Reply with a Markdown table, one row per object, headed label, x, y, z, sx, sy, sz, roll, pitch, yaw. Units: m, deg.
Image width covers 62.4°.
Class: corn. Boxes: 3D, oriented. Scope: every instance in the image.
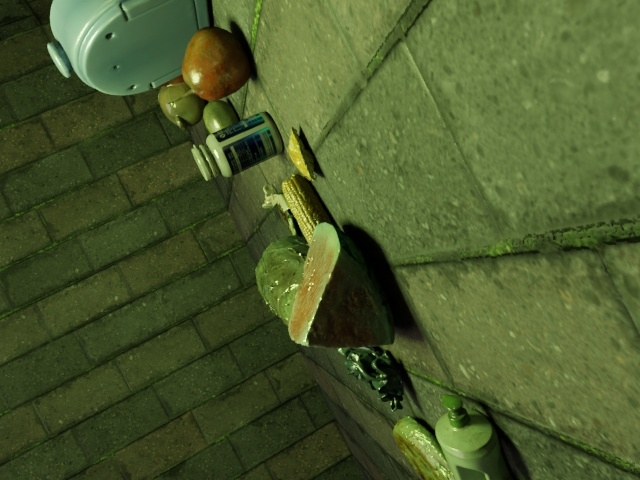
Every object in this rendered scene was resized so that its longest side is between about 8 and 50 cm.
| label | x | y | z | sx | sy | sz | roll | pitch | yaw |
| --- | --- | --- | --- | --- | --- | --- | --- | --- | --- |
| corn | -0.020 | -0.053 | 1.143 | 0.207 | 0.068 | 0.068 | 60 | 167 | 14 |

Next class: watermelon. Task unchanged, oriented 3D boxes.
| label | x | y | z | sx | sy | sz | roll | pitch | yaw |
| --- | --- | --- | --- | --- | --- | --- | --- | --- | --- |
| watermelon | 0.018 | 0.107 | 1.009 | 0.262 | 0.201 | 0.213 | 66 | 168 | -7 |

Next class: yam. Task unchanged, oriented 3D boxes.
| label | x | y | z | sx | sy | sz | roll | pitch | yaw |
| --- | --- | --- | --- | --- | --- | --- | --- | --- | --- |
| yam | -0.057 | 0.123 | 1.408 | 0.271 | 0.201 | 0.202 | 30 | 147 | 57 |

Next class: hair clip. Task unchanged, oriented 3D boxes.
| label | x | y | z | sx | sy | sz | roll | pitch | yaw |
| --- | --- | --- | --- | --- | --- | --- | --- | --- | --- |
| hair clip | -0.119 | -0.118 | 1.476 | 0.226 | 0.034 | 0.072 | -163 | 73 | -67 |

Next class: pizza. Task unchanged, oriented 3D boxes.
| label | x | y | z | sx | sy | sz | roll | pitch | yaw |
| --- | --- | --- | --- | --- | --- | --- | --- | --- | --- |
| pizza | -0.037 | -0.178 | 1.050 | 0.123 | 0.026 | 0.108 | 53 | 162 | 47 |

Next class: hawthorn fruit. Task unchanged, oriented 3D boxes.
| label | x | y | z | sx | sy | sz | roll | pitch | yaw |
| --- | --- | --- | --- | --- | --- | --- | --- | --- | --- |
| hawthorn fruit | -0.226 | -0.358 | 1.136 | 0.149 | 0.149 | 0.189 | -154 | 80 | -70 |

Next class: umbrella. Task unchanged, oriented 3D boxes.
| label | x | y | z | sx | sy | sz | roll | pitch | yaw |
| --- | --- | --- | --- | --- | --- | --- | --- | --- | --- |
| umbrella | 0.109 | 0.304 | 1.310 | 0.349 | 0.094 | 0.143 | -157 | 46 | -74 |

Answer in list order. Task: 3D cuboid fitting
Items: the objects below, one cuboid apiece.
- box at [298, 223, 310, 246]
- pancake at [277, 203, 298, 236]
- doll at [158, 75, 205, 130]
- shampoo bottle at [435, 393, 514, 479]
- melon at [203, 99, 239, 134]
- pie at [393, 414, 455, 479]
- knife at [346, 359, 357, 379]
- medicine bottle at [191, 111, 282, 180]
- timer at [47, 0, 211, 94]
| label | x | y | z | sx | sy | sz | roll | pitch | yaw |
| --- | --- | --- | --- | --- | --- | --- | --- | --- | --- |
| box | 0.000 | 0.000 | 1.227 | 0.125 | 0.043 | 0.089 | 63 | 168 | -2 |
| pancake | -0.092 | -0.054 | 1.547 | 0.129 | 0.022 | 0.116 | -126 | 14 | -57 |
| doll | -0.525 | -0.576 | 1.927 | 0.235 | 0.174 | 0.330 | -77 | -27 | -59 |
| shampoo bottle | 0.248 | 0.351 | 0.841 | 0.234 | 0.087 | 0.118 | 66 | 170 | -14 |
| melon | -0.293 | -0.354 | 1.566 | 0.131 | 0.098 | 0.098 | 57 | 167 | 3 |
| pie | 0.266 | 0.537 | 1.217 | 0.302 | 0.067 | 0.302 | 57 | 168 | 19 |
| knife | 0.092 | 0.402 | 1.780 | 0.170 | 0.010 | 0.023 | 65 | 167 | -17 |
| medicine bottle | -0.192 | -0.213 | 1.219 | 0.107 | 0.191 | 0.107 | 58 | 167 | 21 |
| timer | -0.449 | -0.506 | 1.233 | 0.173 | 0.395 | 0.395 | 57 | 167 | 4 |
